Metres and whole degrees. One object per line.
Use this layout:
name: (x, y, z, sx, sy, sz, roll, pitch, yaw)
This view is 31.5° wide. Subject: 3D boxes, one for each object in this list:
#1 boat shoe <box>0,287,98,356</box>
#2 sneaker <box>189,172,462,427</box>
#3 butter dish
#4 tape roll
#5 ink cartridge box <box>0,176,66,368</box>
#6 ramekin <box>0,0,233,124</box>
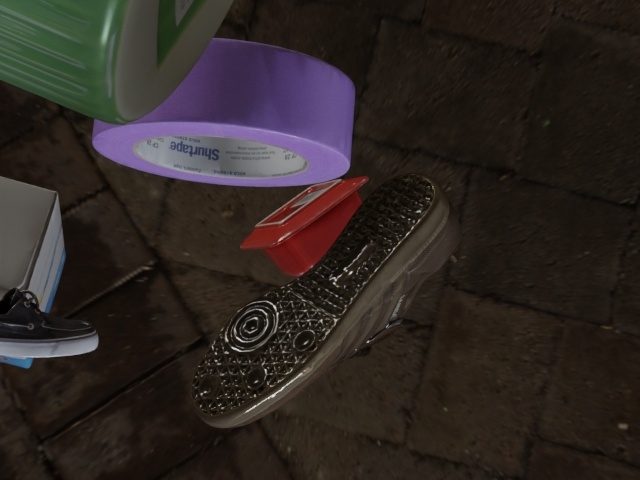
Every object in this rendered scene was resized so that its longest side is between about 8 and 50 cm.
boat shoe: (-0.373, 0.093, 1.354, 0.228, 0.080, 0.076, 6, 96, -27)
sneaker: (0.012, 0.048, 0.651, 0.188, 0.071, 0.066, -43, 45, -5)
butter dish: (0.000, 0.000, 1.465, 0.160, 0.160, 0.118, -37, 101, -20)
tape roll: (-0.102, -0.130, 1.214, 0.274, 0.275, 0.090, 4, 80, -1)
ink cartridge box: (-0.492, 0.040, 1.634, 0.198, 0.270, 0.197, 16, 68, -5)
ramekin: (-0.137, -0.226, 0.755, 0.148, 0.303, 0.303, 26, 87, 4)
